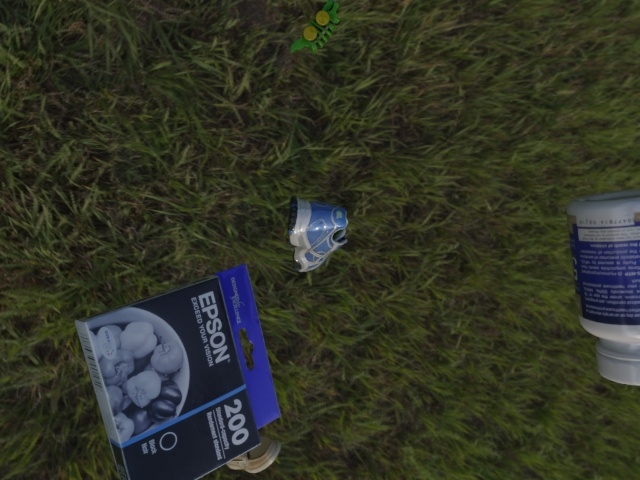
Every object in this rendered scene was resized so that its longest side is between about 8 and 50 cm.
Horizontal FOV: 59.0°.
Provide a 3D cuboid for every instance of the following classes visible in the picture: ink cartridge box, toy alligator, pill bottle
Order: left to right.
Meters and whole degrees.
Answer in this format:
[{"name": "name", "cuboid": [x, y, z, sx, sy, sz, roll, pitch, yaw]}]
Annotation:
[{"name": "ink cartridge box", "cuboid": [-0.136, 0.150, 0.625, 0.208, 0.045, 0.207, -19, 101, -38]}, {"name": "toy alligator", "cuboid": [0.012, -0.448, 1.162, 0.051, 0.056, 0.190, 40, 89, -13]}, {"name": "pill bottle", "cuboid": [0.320, 0.045, 0.580, 0.111, 0.112, 0.187, -12, 96, -31]}]

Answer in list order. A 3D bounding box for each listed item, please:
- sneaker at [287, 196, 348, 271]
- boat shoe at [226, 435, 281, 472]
[{"name": "sneaker", "cuboid": [0.000, 0.000, 0.845, 0.081, 0.211, 0.080, 2, 75, 4]}, {"name": "boat shoe", "cuboid": [-0.137, 0.379, 1.025, 0.059, 0.170, 0.063, 45, 46, -16]}]
